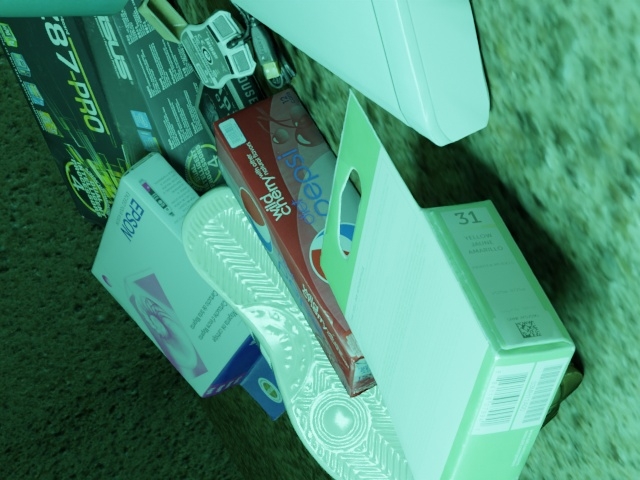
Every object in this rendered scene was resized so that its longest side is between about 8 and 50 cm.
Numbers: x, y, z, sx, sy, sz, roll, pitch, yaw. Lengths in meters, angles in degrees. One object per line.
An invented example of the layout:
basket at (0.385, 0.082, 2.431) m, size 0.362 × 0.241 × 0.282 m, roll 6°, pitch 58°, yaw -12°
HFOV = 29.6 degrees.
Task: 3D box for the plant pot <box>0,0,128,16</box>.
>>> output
plant pot at (-0.341, -0.357, 1.212) m, size 0.293 × 0.235 × 0.293 m, roll 34°, pitch 130°, yaw 51°

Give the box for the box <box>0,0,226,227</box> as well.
box at (-0.267, -0.178, 1.568) m, size 0.318 × 0.097 × 0.394 m, roll 16°, pitch 135°, yaw 43°

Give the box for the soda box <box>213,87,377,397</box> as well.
soda box at (0.000, 0.000, 1.067) m, size 0.263 × 0.083 × 0.092 m, roll 59°, pitch 167°, yaw 22°

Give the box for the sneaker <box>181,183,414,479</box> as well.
sneaker at (0.001, 0.091, 1.210) m, size 0.350 × 0.131 × 0.148 m, roll 58°, pitch -172°, yaw 1°

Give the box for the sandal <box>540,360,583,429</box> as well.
sandal at (0.124, 0.114, 0.813) m, size 0.049 × 0.072 × 0.180 m, roll 47°, pitch 157°, yaw 18°

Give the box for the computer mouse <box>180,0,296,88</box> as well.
computer mouse at (-0.079, -0.185, 1.114) m, size 0.106 × 0.042 × 0.193 m, roll 62°, pitch 161°, yaw -13°

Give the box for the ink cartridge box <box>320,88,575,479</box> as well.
ink cartridge box at (0.068, 0.037, 0.774) m, size 0.171 × 0.056 × 0.235 m, roll 100°, pitch 156°, yaw -44°

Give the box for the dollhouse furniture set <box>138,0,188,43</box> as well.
dollhouse furniture set at (-0.164, -0.287, 1.341) m, size 0.081 × 0.091 × 0.114 m, roll -13°, pitch 134°, yaw 37°

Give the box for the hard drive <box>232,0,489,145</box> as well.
hard drive at (-0.017, -0.224, 0.782) m, size 0.353 × 0.047 × 0.233 m, roll 46°, pitch 158°, yaw 56°

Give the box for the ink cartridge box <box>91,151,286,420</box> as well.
ink cartridge box at (-0.148, 0.086, 1.537) m, size 0.330 × 0.071 × 0.324 m, roll 48°, pitch 152°, yaw 6°

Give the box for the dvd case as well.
dvd case at (-0.078, -0.103, 1.305) m, size 0.179 × 0.030 × 0.238 m, roll 63°, pitch 168°, yaw 4°
